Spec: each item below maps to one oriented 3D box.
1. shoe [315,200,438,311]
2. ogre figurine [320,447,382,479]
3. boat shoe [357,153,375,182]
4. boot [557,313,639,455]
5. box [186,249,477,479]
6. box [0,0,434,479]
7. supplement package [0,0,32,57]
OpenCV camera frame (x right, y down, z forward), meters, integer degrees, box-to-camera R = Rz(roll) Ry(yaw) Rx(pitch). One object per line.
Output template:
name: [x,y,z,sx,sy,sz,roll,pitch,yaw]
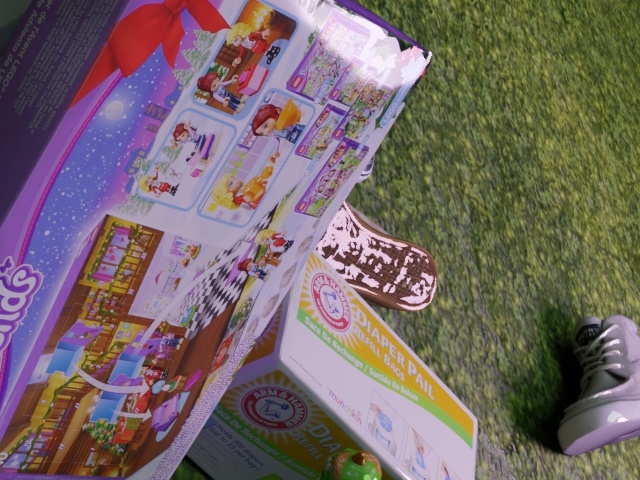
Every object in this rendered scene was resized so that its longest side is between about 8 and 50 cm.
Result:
shoe: [0.000,0.000,1.005,0.219,0.058,0.077,32,75,-39]
ogre figurine: [0.015,0.173,0.744,0.197,0.118,0.097,17,66,-12]
boat shoe: [0.007,-0.126,1.068,0.183,0.083,0.065,50,33,-26]
boot: [0.276,0.137,1.324,0.258,0.095,0.123,13,52,-65]
box: [0.000,0.113,0.854,0.203,0.114,0.103,46,34,-29]
box: [-0.090,-0.006,0.644,0.057,0.293,0.201,40,13,35]
supplement package: [-0.151,-0.153,0.721,0.203,0.194,0.149,-6,73,-60]
